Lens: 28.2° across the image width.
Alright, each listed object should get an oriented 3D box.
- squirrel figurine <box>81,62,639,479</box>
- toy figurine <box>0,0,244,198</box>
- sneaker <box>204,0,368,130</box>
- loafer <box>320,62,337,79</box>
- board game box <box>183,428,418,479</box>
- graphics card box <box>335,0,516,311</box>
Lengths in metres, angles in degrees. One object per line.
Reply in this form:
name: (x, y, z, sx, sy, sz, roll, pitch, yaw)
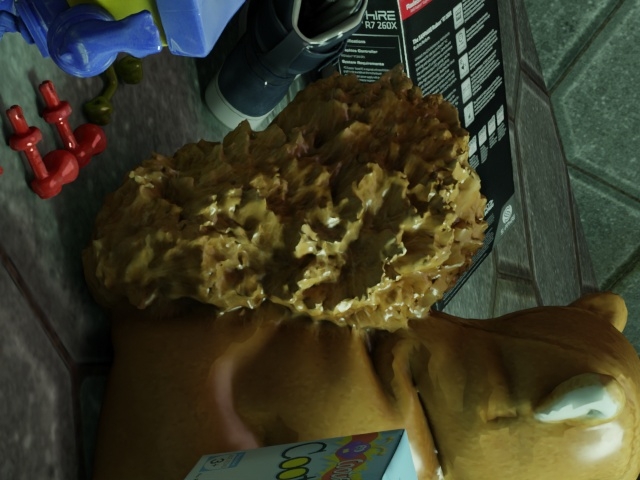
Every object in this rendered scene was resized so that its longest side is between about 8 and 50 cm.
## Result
squirrel figurine: (0.038, 0.077, 0.917, 0.281, 0.370, 0.397, -35, 115, -68)
toy figurine: (-0.107, -0.148, 0.835, 0.362, 0.217, 0.191, -65, 142, -56)
sneaker: (-0.015, -0.215, 1.180, 0.086, 0.163, 0.226, 33, 40, -14)
loafer: (0.053, -0.128, 1.451, 0.102, 0.092, 0.268, 26, 58, -67)
board game box: (0.003, 0.275, 0.771, 0.144, 0.142, 0.275, -47, 125, -69)
graphics card box: (0.121, -0.135, 1.389, 0.233, 0.094, 0.371, -45, 133, -47)
